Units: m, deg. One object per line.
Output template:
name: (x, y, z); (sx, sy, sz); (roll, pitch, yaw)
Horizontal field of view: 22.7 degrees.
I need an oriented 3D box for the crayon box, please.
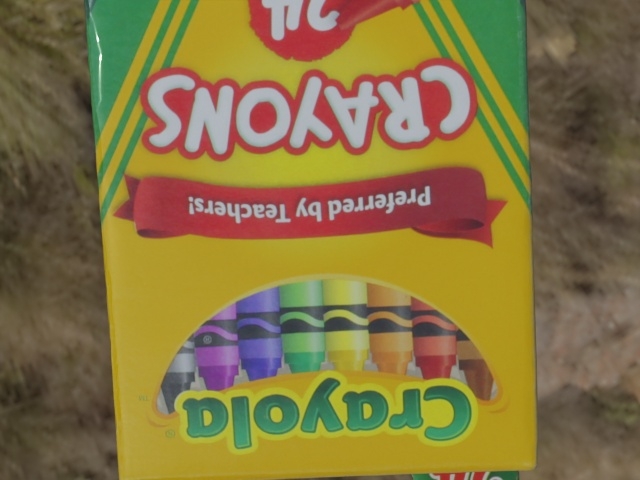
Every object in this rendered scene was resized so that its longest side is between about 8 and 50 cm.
crayon box: (0.000, 0.000, 0.762); (0.202, 0.081, 0.319); (-3, 99, 2)
